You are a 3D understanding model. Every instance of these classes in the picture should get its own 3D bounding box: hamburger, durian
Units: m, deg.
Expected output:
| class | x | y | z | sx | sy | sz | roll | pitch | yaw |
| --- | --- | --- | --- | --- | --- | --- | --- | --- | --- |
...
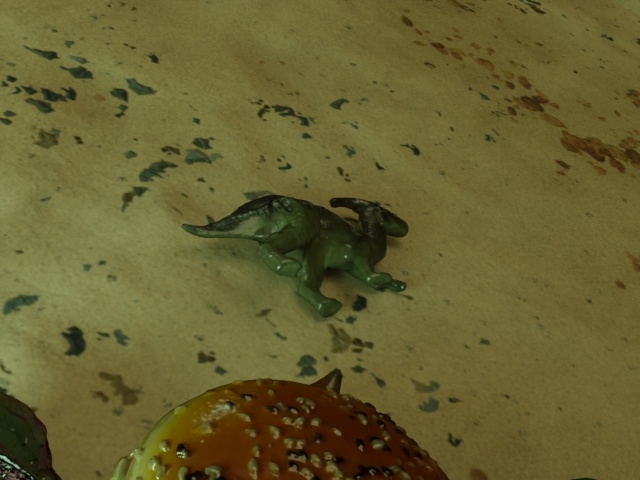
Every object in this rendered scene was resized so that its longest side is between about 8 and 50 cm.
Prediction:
| class | x | y | z | sx | sy | sz | roll | pitch | yaw |
| --- | --- | --- | --- | --- | --- | --- | --- | --- | --- |
| hamburger | -0.016 | 0.234 | 0.665 | 0.300 | 0.176 | 0.300 | 16 | 43 | -16 |
| durian | -0.254 | 0.180 | 0.707 | 0.186 | 0.119 | 0.108 | 43 | 1 | 6 |

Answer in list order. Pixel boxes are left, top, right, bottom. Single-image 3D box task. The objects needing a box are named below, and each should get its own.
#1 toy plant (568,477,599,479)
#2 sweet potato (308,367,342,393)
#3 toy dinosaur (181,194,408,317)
| class | x | y | z | sx | sy | sz | roll | pitch | yaw |
| --- | --- | --- | --- | --- | --- | --- | --- | --- | --- |
| toy plant | 0.222 | 0.262 | 0.847 | 0.162 | 0.093 | 0.093 | -1 | 43 | -29 |
| sweet potato | -0.051 | 0.171 | 0.838 | 0.058 | 0.055 | 0.202 | 34 | 38 | 30 |
| toy dinosaur | -0.002 | 0.006 | 1.059 | 0.294 | 0.077 | 0.162 | 9 | 33 | -42 |
